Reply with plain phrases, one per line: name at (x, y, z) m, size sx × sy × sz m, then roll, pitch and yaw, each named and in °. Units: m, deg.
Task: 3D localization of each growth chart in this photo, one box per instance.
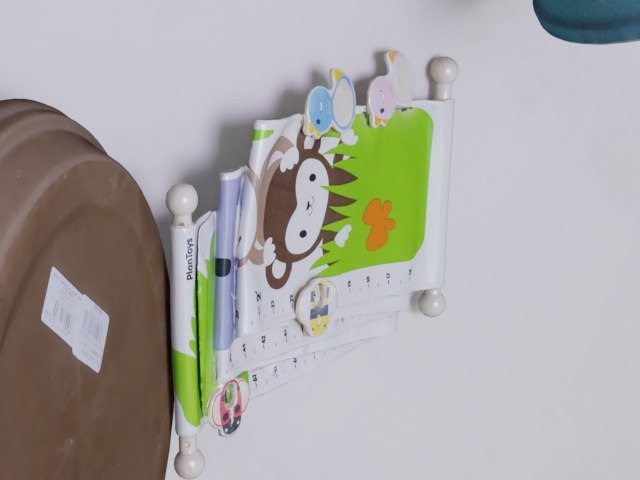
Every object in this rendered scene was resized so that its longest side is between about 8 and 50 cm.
growth chart at (0.000, 0.000, 0.845) m, size 0.237 × 0.021 × 0.172 m, roll -27°, pitch 122°, yaw -44°

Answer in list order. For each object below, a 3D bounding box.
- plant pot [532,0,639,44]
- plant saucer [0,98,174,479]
plant pot at (0.167, -0.272, 0.771) m, size 0.271 × 0.271 × 0.255 m, roll -40°, pitch 111°, yaw -21°
plant saucer at (-0.118, 0.079, 0.689) m, size 0.278 × 0.041 × 0.278 m, roll 4°, pitch 90°, yaw -75°
